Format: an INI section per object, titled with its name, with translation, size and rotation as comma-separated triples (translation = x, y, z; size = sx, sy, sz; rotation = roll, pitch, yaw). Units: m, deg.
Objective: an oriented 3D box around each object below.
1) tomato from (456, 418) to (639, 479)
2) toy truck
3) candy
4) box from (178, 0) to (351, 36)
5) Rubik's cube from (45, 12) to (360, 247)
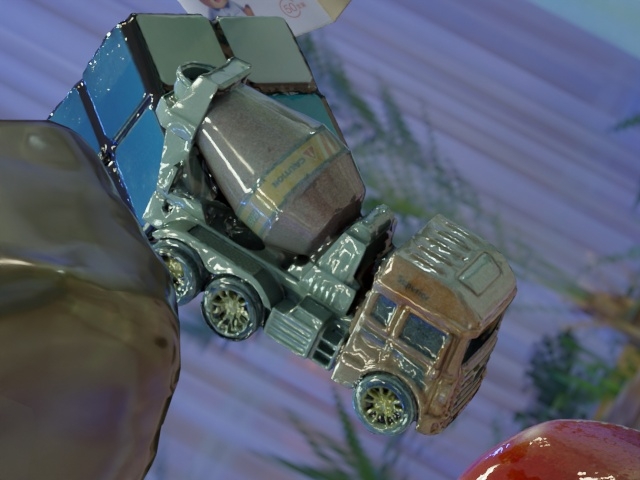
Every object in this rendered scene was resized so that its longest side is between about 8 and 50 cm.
[tomato]
translation = 0.264, 0.340, 1.837
size = 0.293, 0.289, 0.325
rotation = 43, 113, 48
[toy truck]
translation = 0.000, 0.000, 1.179
size = 0.108, 0.256, 0.140
rotation = -37, -25, -57
[candy]
translation = -0.124, 0.078, 0.553
size = 0.234, 0.102, 0.104
rotation = -65, 34, 27
[box]
translation = -0.116, -0.405, 2.260
size = 0.225, 0.341, 0.143
rotation = -13, 33, 49
[Rubik's cube]
translation = -0.105, -0.075, 1.594
size = 0.180, 0.167, 0.183
rotation = -3, -29, -40
